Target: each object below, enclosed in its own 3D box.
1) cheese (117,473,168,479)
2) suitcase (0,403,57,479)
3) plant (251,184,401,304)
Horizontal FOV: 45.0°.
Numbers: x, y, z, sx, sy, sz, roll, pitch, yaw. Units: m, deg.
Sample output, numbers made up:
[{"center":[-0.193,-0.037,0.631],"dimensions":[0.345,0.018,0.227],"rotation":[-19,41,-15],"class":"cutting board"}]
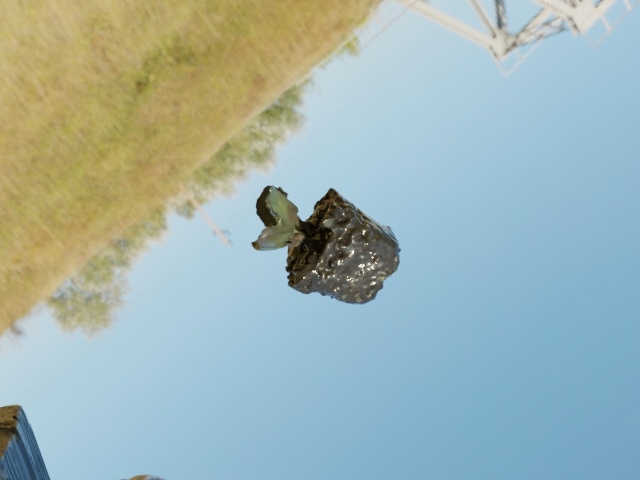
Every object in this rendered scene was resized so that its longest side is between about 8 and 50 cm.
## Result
[{"center":[-0.140,0.246,0.651],"dimensions":[0.042,0.105,0.191],"rotation":[-55,-176,1],"class":"cheese"},{"center":[-0.298,0.323,0.608],"dimensions":[0.230,0.335,0.152],"rotation":[-18,-171,-11],"class":"suitcase"},{"center":[0.000,0.000,1.044],"dimensions":[0.131,0.203,0.142],"rotation":[-61,-155,18],"class":"plant"}]
